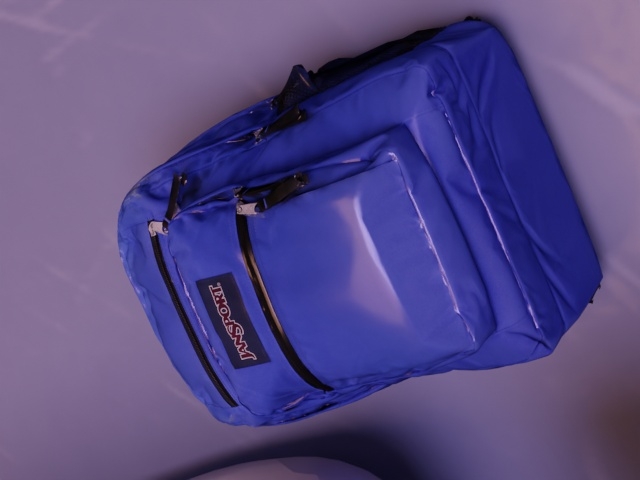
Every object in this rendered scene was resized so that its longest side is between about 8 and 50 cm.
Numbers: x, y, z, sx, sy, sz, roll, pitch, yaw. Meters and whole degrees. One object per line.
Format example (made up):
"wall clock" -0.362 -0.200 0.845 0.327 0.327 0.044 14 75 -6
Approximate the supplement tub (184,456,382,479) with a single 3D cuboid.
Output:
"supplement tub" -0.006 0.258 0.449 0.235 0.235 0.325 -24 100 31

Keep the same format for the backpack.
"backpack" 0.000 0.000 0.416 0.120 0.101 0.098 -17 97 33
